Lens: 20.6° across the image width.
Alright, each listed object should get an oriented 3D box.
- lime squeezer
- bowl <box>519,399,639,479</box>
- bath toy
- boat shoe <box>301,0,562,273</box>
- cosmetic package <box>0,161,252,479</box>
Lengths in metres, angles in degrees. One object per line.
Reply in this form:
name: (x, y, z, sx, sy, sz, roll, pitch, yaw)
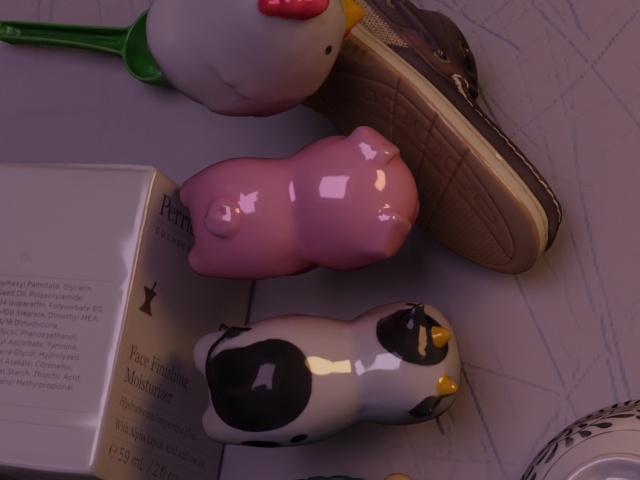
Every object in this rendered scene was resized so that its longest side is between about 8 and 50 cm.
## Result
lime squeezer: (-0.113, -0.148, 1.136, 0.059, 0.110, 0.310, -59, 20, -17)
bowl: (0.166, 0.159, 0.939, 0.170, 0.080, 0.170, -8, 69, 22)
bath toy: (0.000, 0.000, 0.987, 0.129, 0.151, 0.348, -14, 86, 59)
boat shoe: (0.052, -0.098, 1.075, 0.092, 0.103, 0.285, -32, 61, -29)
cosmetic package: (-0.147, 0.061, 1.071, 0.151, 0.151, 0.184, 3, 74, 24)
